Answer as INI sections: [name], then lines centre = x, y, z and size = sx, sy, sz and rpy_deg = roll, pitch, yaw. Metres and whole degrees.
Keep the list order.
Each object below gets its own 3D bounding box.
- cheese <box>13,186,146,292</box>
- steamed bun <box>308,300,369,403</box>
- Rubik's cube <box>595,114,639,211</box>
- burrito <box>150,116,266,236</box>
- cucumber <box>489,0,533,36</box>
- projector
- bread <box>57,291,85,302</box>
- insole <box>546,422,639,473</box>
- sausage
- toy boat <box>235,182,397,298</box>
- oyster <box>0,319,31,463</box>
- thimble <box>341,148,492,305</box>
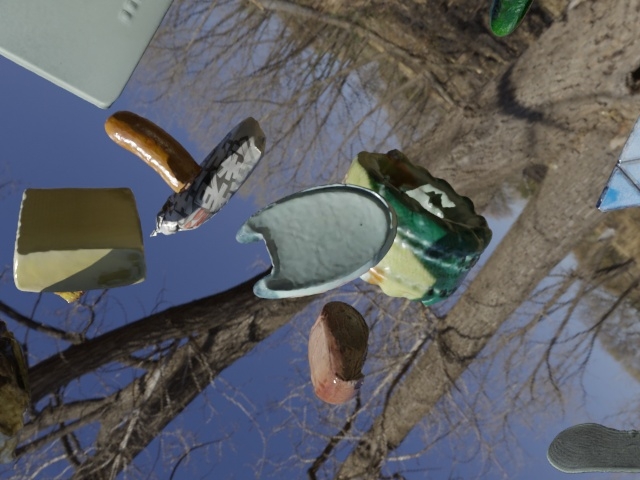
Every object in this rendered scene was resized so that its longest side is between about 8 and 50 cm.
[cheese]
centre = -0.507, -0.009, 1.145
size = 0.242, 0.124, 0.266
rpy_deg = -6, -145, -21
[steamed bun]
centre = 0.040, 0.207, 1.009
size = 0.106, 0.145, 0.175
rpy_deg = 6, -129, -13
[Rubik's cube]
centre = 0.467, -0.087, 0.725
size = 0.190, 0.178, 0.211
rpy_deg = 49, -170, 32
[burrito]
centre = -0.308, -0.149, 1.487
size = 0.139, 0.445, 0.101
rpy_deg = 48, -172, 25
[cucumber]
centre = 0.244, -0.350, 0.574
size = 0.056, 0.284, 0.056
rpy_deg = 4, -132, -5
[projector]
centre = -0.331, -0.345, 0.754
size = 0.198, 0.251, 0.108
rpy_deg = 26, -161, -31
[bread]
centre = -0.669, 0.078, 1.373
size = 0.187, 0.065, 0.103
rpy_deg = 46, 175, 31
[insole]
centre = 0.329, 0.245, 0.635
size = 0.003, 0.080, 0.232
rpy_deg = 43, 163, 8
[sausage]
centre = -0.430, -0.237, 1.381
size = 0.270, 0.109, 0.109
rpy_deg = 38, -159, -2
[toy boat]
centre = 0.000, 0.000, 0.703
size = 0.079, 0.207, 0.134
rpy_deg = 83, 165, -73
[oyster]
centre = -0.616, 0.266, 0.970
size = 0.100, 0.270, 0.276
rpy_deg = 16, -121, -52
[thimble]
centre = 0.147, -0.032, 0.949
size = 0.254, 0.167, 0.288
rpy_deg = 9, -146, -36
